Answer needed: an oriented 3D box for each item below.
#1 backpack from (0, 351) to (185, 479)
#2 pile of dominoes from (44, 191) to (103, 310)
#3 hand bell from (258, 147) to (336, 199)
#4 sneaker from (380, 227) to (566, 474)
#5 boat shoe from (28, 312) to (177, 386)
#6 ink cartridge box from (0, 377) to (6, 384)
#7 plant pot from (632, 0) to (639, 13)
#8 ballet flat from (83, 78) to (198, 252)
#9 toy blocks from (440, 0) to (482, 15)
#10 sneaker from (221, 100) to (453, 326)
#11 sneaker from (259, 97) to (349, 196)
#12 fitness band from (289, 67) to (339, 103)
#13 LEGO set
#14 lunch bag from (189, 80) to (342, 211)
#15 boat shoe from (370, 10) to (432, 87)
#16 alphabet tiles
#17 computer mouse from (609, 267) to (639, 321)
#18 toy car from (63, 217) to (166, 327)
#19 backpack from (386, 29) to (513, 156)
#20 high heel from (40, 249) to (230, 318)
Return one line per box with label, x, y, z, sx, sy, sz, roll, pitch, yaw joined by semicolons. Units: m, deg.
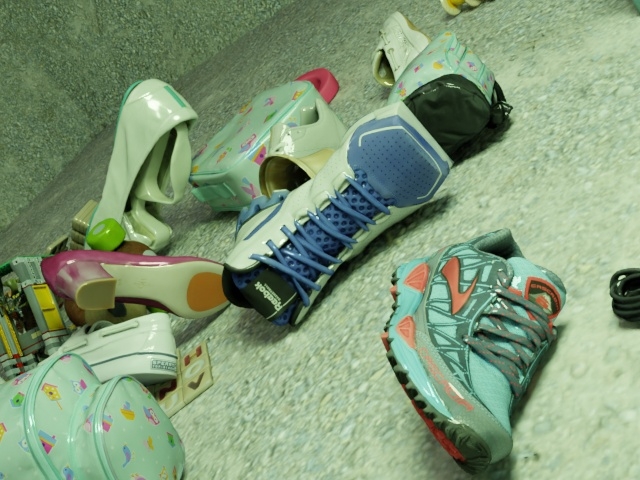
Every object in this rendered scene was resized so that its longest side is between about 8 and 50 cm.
backpack;-0.218;0.197;0.870;0.144;0.188;0.166;-32;19;18
pile of dominoes;-0.422;0.035;1.726;0.196;0.040;0.251;-57;-7;-40
hand bell;0.049;-0.109;1.263;0.242;0.126;0.126;-35;15;-32
sneaker;0.119;0.059;0.711;0.125;0.104;0.262;-31;20;16
boat shoe;-0.267;0.141;1.182;0.258;0.095;0.084;-13;69;34
ink cartridge box;-0.490;0.334;1.080;0.395;0.166;0.285;-43;20;-9
plant pot;0.445;-0.411;1.110;0.234;0.165;0.165;-23;24;32
ballet flat;-0.292;-0.064;1.586;0.139;0.139;0.400;-82;11;-64
toy blocks;0.287;-0.448;1.639;0.148;0.054;0.123;-12;32;52
sneaker;-0.001;0.000;1.059;0.315;0.127;0.182;-33;22;37
sneaker;-0.049;-0.091;1.328;0.099;0.121;0.262;-16;29;50
fitness band;-0.092;-0.224;1.831;0.291;0.054;0.209;-36;16;4
LEGO set;-0.465;0.158;1.513;0.331;0.192;0.255;-25;-8;11
lunch bag;-0.100;-0.140;1.554;0.224;0.108;0.279;-50;19;-15
boat shoe;0.119;-0.284;1.503;0.096;0.098;0.277;-36;20;6
alphabet tiles;-0.222;0.211;1.125;0.237;0.009;0.198;-38;19;2
computer mouse;0.313;-0.052;0.675;0.262;0.060;0.184;-49;21;-27
toy car;-0.261;0.082;1.293;0.149;0.155;0.188;-42;29;-9
backpack;0.150;-0.173;1.168;0.152;0.115;0.182;-30;18;30
high heel;-0.219;0.046;1.199;0.244;0.082;0.117;-6;24;-37
